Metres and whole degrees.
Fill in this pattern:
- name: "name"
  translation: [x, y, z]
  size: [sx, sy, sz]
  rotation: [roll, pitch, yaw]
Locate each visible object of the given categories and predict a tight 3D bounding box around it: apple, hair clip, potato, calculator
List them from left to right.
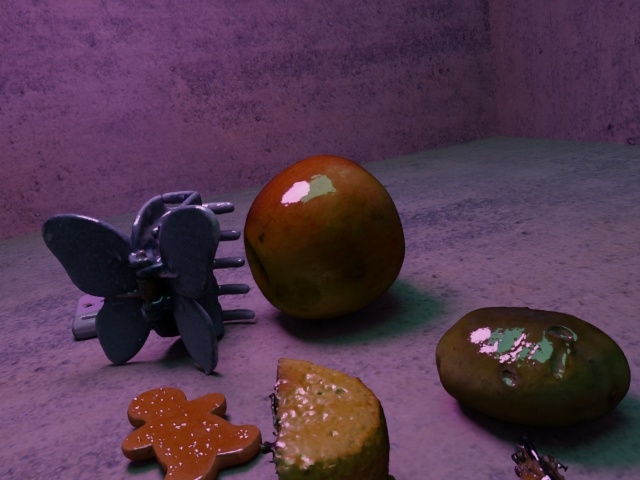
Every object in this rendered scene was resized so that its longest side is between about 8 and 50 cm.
- name: "calculator"
  translation: [-0.514, 0.169, 1.370]
  size: [0.141, 0.045, 0.246]
  rotation: [-13, 17, -14]
- name: "hair clip"
  translation: [-0.281, 0.064, 1.124]
  size: [0.392, 0.318, 0.238]
  rotation: [-4, 15, 24]
- name: "apple"
  translation: [0.000, 0.000, 1.181]
  size: [0.339, 0.340, 0.339]
  rotation: [-8, 16, 2]
- name: "potato"
  translation: [0.280, 0.166, 0.779]
  size: [0.197, 0.149, 0.228]
  rotation: [-1, 8, -29]

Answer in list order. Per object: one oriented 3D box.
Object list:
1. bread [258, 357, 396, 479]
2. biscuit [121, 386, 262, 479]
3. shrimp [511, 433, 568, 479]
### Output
- name: "bread"
  translation: [0.014, 0.242, 0.640]
  size: [0.147, 0.160, 0.260]
  rotation: [-3, 10, -2]
- name: "biscuit"
  translation: [-0.200, 0.280, 0.834]
  size: [0.165, 0.036, 0.250]
  rotation: [-21, 24, -39]
- name: "shrimp"
  translation: [0.287, 0.268, 0.588]
  size: [0.152, 0.046, 0.219]
  rotation: [-11, 20, -6]
